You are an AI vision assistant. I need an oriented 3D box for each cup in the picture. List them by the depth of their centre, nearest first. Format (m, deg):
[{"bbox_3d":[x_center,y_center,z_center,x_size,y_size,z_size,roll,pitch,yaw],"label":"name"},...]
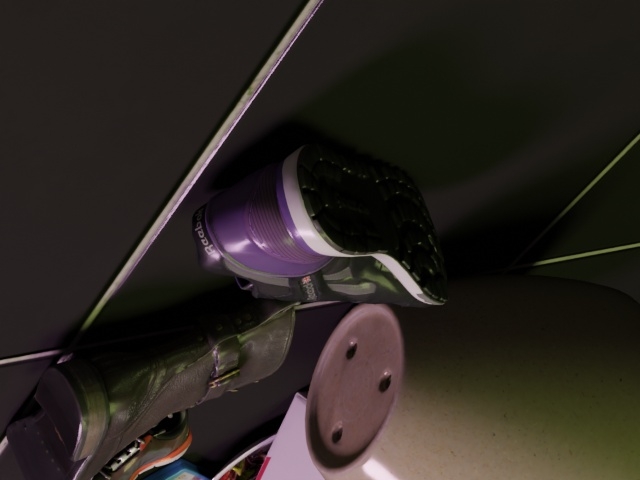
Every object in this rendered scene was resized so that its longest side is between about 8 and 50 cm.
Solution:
[{"bbox_3d":[0.127,0.166,1.556,0.237,0.331,0.331,19,135,-25],"label":"cup"}]

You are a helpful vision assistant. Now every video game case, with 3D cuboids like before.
[{"bbox_3d":[-0.168,0.281,1.800,0.119,0.015,0.166,-30,157,6],"label":"video game case"}]

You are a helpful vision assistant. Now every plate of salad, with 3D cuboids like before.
[{"bbox_3d":[-0.051,0.258,1.818,0.200,0.048,0.200,-29,157,-13],"label":"plate of salad"}]

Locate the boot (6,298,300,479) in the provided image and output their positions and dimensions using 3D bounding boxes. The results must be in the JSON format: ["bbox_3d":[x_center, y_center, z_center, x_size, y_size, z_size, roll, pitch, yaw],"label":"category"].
[{"bbox_3d":[-0.137,0.139,1.436,0.229,0.091,0.263,-20,162,-31],"label":"boot"}]

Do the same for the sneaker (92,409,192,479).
[{"bbox_3d":[-0.183,0.191,1.531,0.158,0.061,0.065,-35,153,-35],"label":"sneaker"}]

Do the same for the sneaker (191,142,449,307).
[{"bbox_3d":[0.000,0.000,1.301,0.124,0.107,0.283,-20,158,23],"label":"sneaker"}]

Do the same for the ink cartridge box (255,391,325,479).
[{"bbox_3d":[0.045,0.254,1.791,0.237,0.100,0.172,5,115,-52],"label":"ink cartridge box"}]
